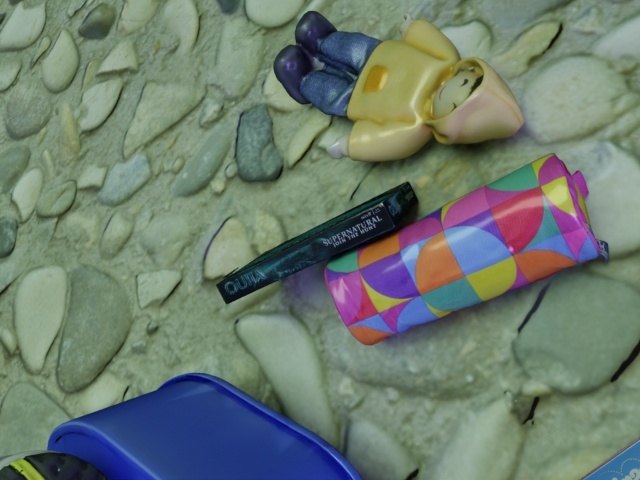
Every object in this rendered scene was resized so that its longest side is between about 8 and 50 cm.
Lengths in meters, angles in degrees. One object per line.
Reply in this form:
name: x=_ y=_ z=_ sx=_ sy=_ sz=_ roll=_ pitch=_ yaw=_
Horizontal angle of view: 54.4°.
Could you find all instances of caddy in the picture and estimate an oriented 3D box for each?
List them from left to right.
caddy: x=-0.088 y=0.260 z=0.532 sx=0.341 sy=0.179 sz=0.241 roll=19 pitch=104 yaw=37

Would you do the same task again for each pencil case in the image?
pencil case: x=0.122 y=0.012 z=0.546 sx=0.236 sy=0.104 sz=0.104 roll=-24 pitch=59 yaw=21

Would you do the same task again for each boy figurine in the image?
boy figurine: x=0.073 y=-0.155 z=0.652 sx=0.285 sy=0.092 sz=0.177 roll=33 pitch=88 yaw=42

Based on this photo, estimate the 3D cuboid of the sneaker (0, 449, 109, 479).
sneaker: x=-0.205 y=0.346 z=0.446 sx=0.147 sy=0.145 sz=0.385 roll=-14 pitch=74 yaw=48

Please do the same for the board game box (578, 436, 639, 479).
board game box: x=0.294 y=0.146 z=0.373 sx=0.281 sy=0.027 sz=0.145 roll=-49 pitch=52 yaw=25

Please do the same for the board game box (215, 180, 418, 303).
board game box: x=0.000 y=0.000 z=0.618 sx=0.186 sy=0.126 sz=0.026 roll=-26 pitch=95 yaw=22
